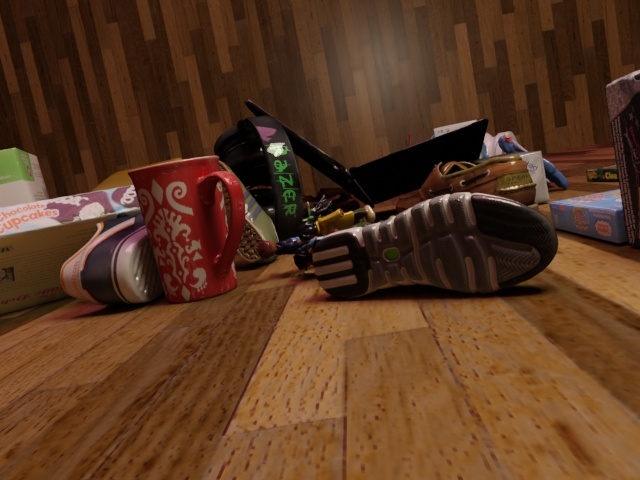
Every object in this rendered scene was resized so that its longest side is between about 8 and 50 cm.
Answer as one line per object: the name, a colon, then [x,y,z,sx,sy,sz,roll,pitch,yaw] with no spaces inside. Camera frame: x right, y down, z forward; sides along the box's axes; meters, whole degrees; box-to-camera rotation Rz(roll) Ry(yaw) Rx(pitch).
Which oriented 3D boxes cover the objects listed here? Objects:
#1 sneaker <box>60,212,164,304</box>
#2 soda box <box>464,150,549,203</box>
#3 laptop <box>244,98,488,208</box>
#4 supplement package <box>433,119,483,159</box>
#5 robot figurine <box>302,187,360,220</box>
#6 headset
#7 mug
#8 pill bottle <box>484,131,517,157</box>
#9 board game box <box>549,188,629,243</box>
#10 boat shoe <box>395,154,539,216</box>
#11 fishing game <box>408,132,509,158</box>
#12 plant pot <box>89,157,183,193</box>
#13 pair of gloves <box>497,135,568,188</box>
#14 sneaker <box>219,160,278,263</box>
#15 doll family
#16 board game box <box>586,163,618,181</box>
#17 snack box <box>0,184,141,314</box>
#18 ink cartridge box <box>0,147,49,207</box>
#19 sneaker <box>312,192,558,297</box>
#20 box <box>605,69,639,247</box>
sneaker: [-0.253,0.009,0.825,0.128,0.126,0.321,-5,9,14]
soda box: [0.354,-0.120,1.069,0.098,0.091,0.286,-11,6,8]
laptop: [0.113,-0.222,1.203,0.236,0.408,0.382,-53,-14,2]
supplement package: [0.358,-0.207,1.389,0.105,0.179,0.105,-8,11,20]
robot figurine: [-0.049,-0.068,1.299,0.291,0.084,0.211,-12,9,-9]
headset: [-0.101,-0.113,1.076,0.185,0.243,0.394,-13,9,-21]
mug: [-0.161,-0.013,0.679,0.113,0.169,0.150,-13,8,-24]
pill bottle: [0.432,-0.232,1.602,0.265,0.153,0.153,-6,8,37]
board game box: [0.389,-0.042,0.599,0.212,0.039,0.160,-10,7,3]
boat shoe: [0.223,-0.079,0.882,0.111,0.104,0.307,-14,8,-27]
fishing game: [0.362,-0.211,1.479,0.264,0.189,0.041,8,33,16]
plant pot: [-0.403,-0.040,1.203,0.212,0.212,0.187,-7,20,27]
pair of gloves: [0.441,-0.165,1.142,0.023,0.159,0.198,-50,-3,10]
sneaker: [-0.126,-0.041,0.884,0.064,0.192,0.086,-37,-21,14]
doll family: [0.000,0.000,0.671,0.112,0.075,0.193,-13,-18,-35]
board game box: [0.632,-0.135,1.022,0.136,0.030,0.259,-9,7,-4]
snack box: [-0.400,0.014,0.865,0.322,0.060,0.187,-16,-33,-35]
ink cartridge box: [-0.596,-0.030,1.080,0.115,0.272,0.198,-15,8,-16]
sneaker: [0.114,-0.002,0.523,0.229,0.086,0.132,-7,5,36]
box: [0.393,-0.087,0.437,0.248,0.163,0.142,-11,5,3]
